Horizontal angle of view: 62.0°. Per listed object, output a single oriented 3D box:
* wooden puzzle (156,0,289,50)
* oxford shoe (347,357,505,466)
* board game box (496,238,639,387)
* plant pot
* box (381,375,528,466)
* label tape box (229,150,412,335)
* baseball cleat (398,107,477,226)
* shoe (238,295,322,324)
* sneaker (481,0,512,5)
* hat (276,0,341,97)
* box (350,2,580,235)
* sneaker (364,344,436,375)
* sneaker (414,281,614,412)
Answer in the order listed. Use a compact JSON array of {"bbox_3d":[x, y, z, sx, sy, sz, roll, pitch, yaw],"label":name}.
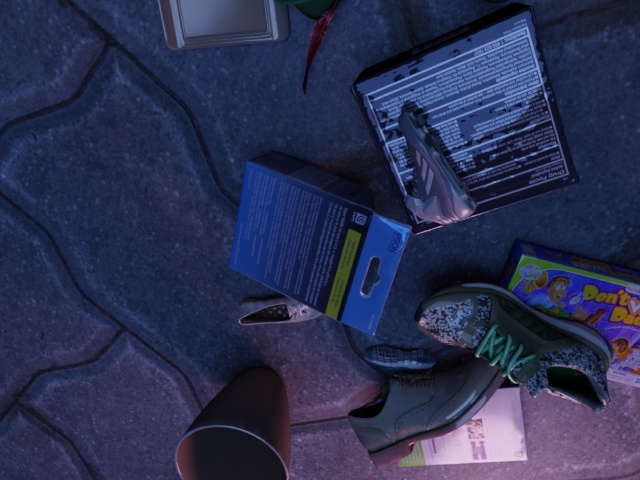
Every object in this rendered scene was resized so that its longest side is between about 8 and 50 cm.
[{"bbox_3d":[-0.184,-0.472,0.973,0.238,0.044,0.221,-3,114,6],"label":"wooden puzzle"},{"bbox_3d":[0.229,0.352,1.186,0.397,0.140,0.146,-40,88,17],"label":"oxford shoe"},{"bbox_3d":[0.543,0.154,1.119,0.346,0.078,0.233,14,117,3],"label":"board game box"},{"bbox_3d":[-0.173,0.441,1.272,0.256,0.274,0.257,4,115,8],"label":"plant pot"},{"bbox_3d":[0.330,0.445,1.309,0.321,0.058,0.232,-9,113,13],"label":"box"},{"bbox_3d":[0.000,0.000,1.071,0.347,0.115,0.249,23,118,17],"label":"label tape box"},{"bbox_3d":[0.166,-0.107,0.866,0.109,0.072,0.206,-30,104,30],"label":"baseball cleat"},{"bbox_3d":[-0.089,0.168,1.247,0.218,0.058,0.077,-6,114,13],"label":"shoe"},{"bbox_3d":[0.223,-0.444,0.859,0.228,0.132,0.086,18,117,1],"label":"sneaker"},{"bbox_3d":[0.017,-0.417,0.958,0.208,0.173,0.183,-19,145,17],"label":"hat"},{"bbox_3d":[0.250,-0.208,0.938,0.296,0.183,0.294,-18,110,20],"label":"box"},{"bbox_3d":[0.186,0.298,1.261,0.166,0.065,0.076,7,120,9],"label":"sneaker"},{"bbox_3d":[0.382,0.211,1.027,0.410,0.182,0.158,17,117,2],"label":"sneaker"}]
